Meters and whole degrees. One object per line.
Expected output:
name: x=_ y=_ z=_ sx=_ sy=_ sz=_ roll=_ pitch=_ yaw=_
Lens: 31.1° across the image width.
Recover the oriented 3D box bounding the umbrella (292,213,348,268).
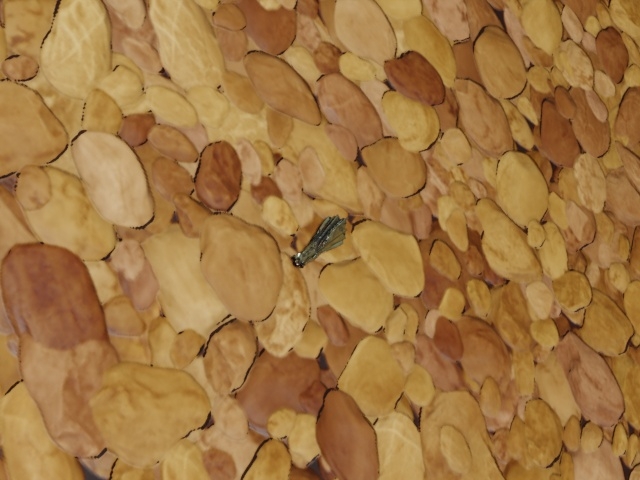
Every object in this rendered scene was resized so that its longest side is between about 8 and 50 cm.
umbrella: x=0.002 y=0.001 z=1.062 sx=0.083 sy=0.020 sz=0.031 roll=-46 pitch=144 yaw=-44
